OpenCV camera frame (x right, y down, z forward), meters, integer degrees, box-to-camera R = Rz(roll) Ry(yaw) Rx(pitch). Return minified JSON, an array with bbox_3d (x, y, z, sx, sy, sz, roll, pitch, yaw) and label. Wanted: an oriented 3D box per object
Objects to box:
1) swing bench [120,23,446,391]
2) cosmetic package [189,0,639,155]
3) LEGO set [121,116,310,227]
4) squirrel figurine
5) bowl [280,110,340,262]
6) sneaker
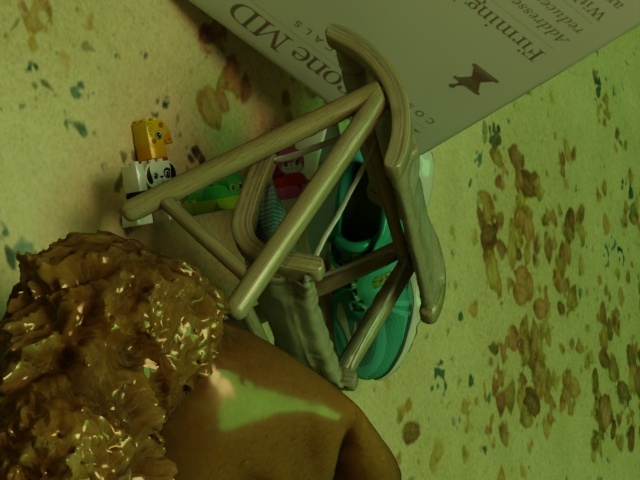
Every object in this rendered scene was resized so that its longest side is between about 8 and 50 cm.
[{"bbox_3d":[0.000,0.000,1.346,0.255,0.165,0.253,-41,148,-13],"label":"swing bench"},{"bbox_3d":[0.123,-0.345,1.437,0.329,0.394,0.327,35,53,-20],"label":"cosmetic package"},{"bbox_3d":[-0.116,-0.069,1.405,0.227,0.087,0.093,-12,93,-49],"label":"LEGO set"},{"bbox_3d":[-0.171,0.211,1.125,0.370,0.281,0.397,-57,151,-21],"label":"squirrel figurine"},{"bbox_3d":[-0.017,-0.051,1.558,0.142,0.053,0.142,77,25,-63],"label":"bowl"},{"bbox_3d":[0.042,0.016,1.598,0.110,0.107,0.275,-25,122,-56],"label":"sneaker"}]
